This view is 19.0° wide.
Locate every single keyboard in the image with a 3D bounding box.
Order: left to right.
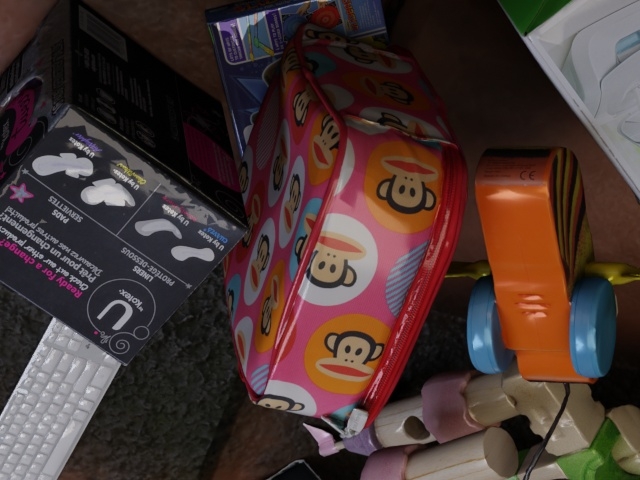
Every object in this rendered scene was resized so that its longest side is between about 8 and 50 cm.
[{"bbox_3d":[-0.222,0.130,1.613,0.072,0.014,0.256,24,110,-18],"label":"keyboard"}]

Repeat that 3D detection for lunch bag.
[{"bbox_3d":[0.000,0.000,1.384,0.120,0.293,0.258,15,113,-14],"label":"lunch bag"}]

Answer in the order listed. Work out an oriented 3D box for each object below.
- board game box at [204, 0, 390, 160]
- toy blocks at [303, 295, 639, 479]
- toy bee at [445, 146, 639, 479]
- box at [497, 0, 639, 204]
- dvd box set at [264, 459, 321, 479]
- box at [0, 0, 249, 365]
[{"bbox_3d":[-0.003,-0.101,1.519,0.136,0.035,0.201,-13,117,-2],"label":"board game box"},{"bbox_3d":[0.165,0.219,1.626,0.260,0.309,0.288,-25,108,41],"label":"toy blocks"},{"bbox_3d":[0.161,0.046,1.390,0.195,0.162,0.298,19,124,9],"label":"toy bee"},{"bbox_3d":[0.227,-0.141,1.406,0.127,0.262,0.231,-37,114,10],"label":"box"},{"bbox_3d":[0.102,0.412,1.634,0.062,0.307,0.420,-33,116,-9],"label":"dvd box set"},{"bbox_3d":[-0.167,-0.050,1.402,0.163,0.247,0.142,36,105,-21],"label":"box"}]
